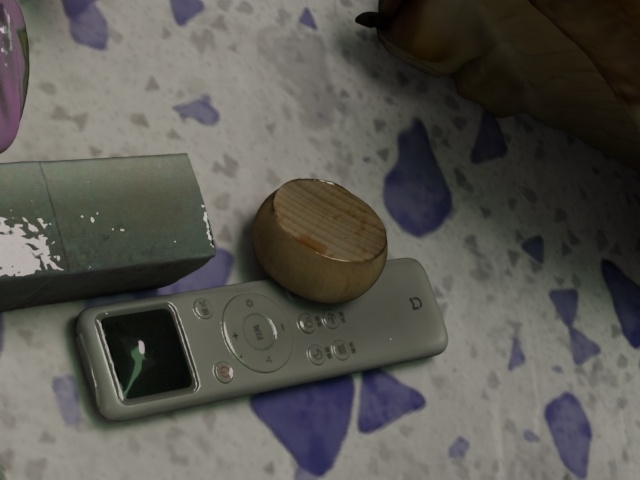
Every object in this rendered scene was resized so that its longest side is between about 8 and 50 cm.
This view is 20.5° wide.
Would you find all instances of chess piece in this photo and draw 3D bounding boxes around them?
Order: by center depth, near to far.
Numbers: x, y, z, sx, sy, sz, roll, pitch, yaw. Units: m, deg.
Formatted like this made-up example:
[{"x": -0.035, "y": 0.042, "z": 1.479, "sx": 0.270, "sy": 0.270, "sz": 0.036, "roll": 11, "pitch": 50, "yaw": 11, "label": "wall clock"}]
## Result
[{"x": 0.000, "y": 0.000, "z": 1.066, "sx": 0.084, "sy": 0.038, "sz": 0.083, "roll": 19, "pitch": 36, "yaw": -14, "label": "chess piece"}]

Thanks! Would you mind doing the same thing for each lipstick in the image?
[{"x": -0.203, "y": 0.004, "z": 0.907, "sx": 0.317, "sy": 0.066, "sz": 0.068, "roll": -7, "pitch": 73, "yaw": -40, "label": "lipstick"}]

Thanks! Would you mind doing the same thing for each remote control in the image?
[{"x": -0.026, "y": 0.054, "z": 1.045, "sx": 0.261, "sy": 0.029, "sz": 0.067, "roll": -8, "pitch": 73, "yaw": -40, "label": "remote control"}]

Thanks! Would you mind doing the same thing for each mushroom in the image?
[{"x": 0.260, "y": -0.121, "z": 1.173, "sx": 0.397, "sy": 0.314, "sz": 0.224, "roll": 40, "pitch": 70, "yaw": -24, "label": "mushroom"}]

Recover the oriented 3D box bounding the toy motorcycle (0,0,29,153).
[{"x": -0.258, "y": -0.120, "z": 0.807, "sx": 0.327, "sy": 0.143, "sz": 0.188, "roll": 48, "pitch": 44, "yaw": 8, "label": "toy motorcycle"}]
